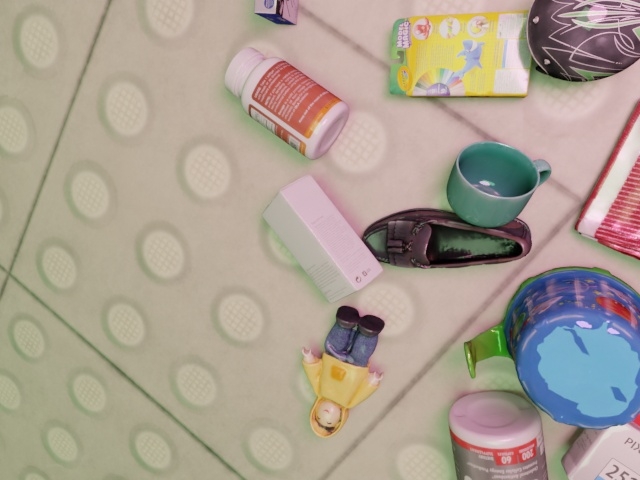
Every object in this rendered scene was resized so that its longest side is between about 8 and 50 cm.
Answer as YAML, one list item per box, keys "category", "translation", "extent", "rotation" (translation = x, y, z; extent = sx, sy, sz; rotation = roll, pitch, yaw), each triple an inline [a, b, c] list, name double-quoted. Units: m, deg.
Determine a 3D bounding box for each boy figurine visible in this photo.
- category: "boy figurine"
  translation: [0.035, 0.279, 0.957]
  extent: [0.177, 0.092, 0.285]
  rotation: [21, 106, 11]

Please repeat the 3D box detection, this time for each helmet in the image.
- category: "helmet"
  translation: [0.381, -0.305, 0.648]
  extent: [0.170, 0.161, 0.169]
  rotation: [5, 105, 19]

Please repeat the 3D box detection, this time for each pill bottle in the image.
- category: "pill bottle"
  translation: [-0.064, -0.255, 0.841]
  extent: [0.216, 0.121, 0.121]
  rotation: [38, 112, 7]
- category: "pill bottle"
  translation: [0.337, 0.445, 0.851]
  extent: [0.162, 0.161, 0.282]
  rotation: [-8, 100, 21]

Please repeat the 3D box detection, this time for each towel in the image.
- category: "towel"
  translation: [0.581, -0.050, 0.656]
  extent: [0.329, 0.037, 0.236]
  rotation: [30, 112, 31]

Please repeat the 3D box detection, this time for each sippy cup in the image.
- category: "sippy cup"
  translation: [0.398, 0.167, 0.706]
  extent: [0.240, 0.224, 0.305]
  rotation: [45, 113, 17]

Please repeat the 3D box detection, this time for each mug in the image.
- category: "mug"
  translation: [0.289, -0.082, 0.756]
  extent: [0.158, 0.129, 0.097]
  rotation: [16, 144, 8]

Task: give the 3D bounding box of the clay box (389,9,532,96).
- category: "clay box"
  translation: [0.231, -0.304, 0.761]
  extent: [0.222, 0.053, 0.127]
  rotation: [7, 105, 19]

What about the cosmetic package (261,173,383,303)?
- category: "cosmetic package"
  translation: [0.000, 0.000, 0.879]
  extent: [0.231, 0.086, 0.117]
  rotation: [54, 147, 1]

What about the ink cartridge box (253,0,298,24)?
- category: "ink cartridge box"
  translation: [-0.070, -0.496, 0.796]
  extent: [0.046, 0.097, 0.206]
  rotation: [11, 107, 17]

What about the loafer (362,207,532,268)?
- category: "loafer"
  translation: [0.214, 0.000, 0.819]
  extent: [0.303, 0.095, 0.108]
  rotation: [-1, 104, 20]

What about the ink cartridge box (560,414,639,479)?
- category: "ink cartridge box"
  translation: [0.612, 0.371, 0.754]
  extent: [0.296, 0.066, 0.261]
  rotation: [32, 100, 12]
